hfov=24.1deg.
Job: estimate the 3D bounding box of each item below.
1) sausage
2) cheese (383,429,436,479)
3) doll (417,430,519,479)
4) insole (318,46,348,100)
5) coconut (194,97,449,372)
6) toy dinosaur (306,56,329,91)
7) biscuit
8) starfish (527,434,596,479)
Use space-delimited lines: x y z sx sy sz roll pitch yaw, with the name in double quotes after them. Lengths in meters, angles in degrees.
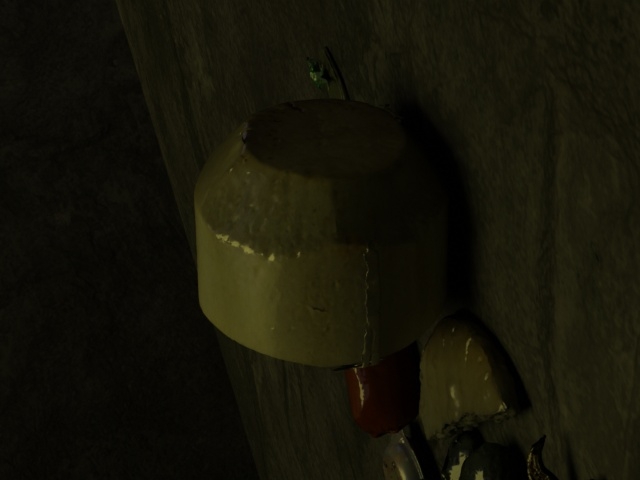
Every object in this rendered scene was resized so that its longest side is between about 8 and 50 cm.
0.062 0.096 2.005 0.094 0.097 0.348 4 108 66 "sausage"
0.136 0.371 2.096 0.135 0.052 0.244 158 96 -77 "cheese"
0.146 0.349 1.804 0.340 0.158 0.245 101 172 -66 "doll"
0.030 -0.173 2.014 0.063 0.010 0.192 117 137 -70 "insole"
0.000 0.000 1.741 0.323 0.323 0.323 165 90 -77 "coconut"
-0.003 -0.217 2.037 0.062 0.021 0.083 84 170 -55 "toy dinosaur"
0.160 0.156 1.761 0.290 0.038 0.141 138 126 -71 "biscuit"
0.256 0.316 1.549 0.213 0.057 0.238 -125 26 -74 "starfish"
